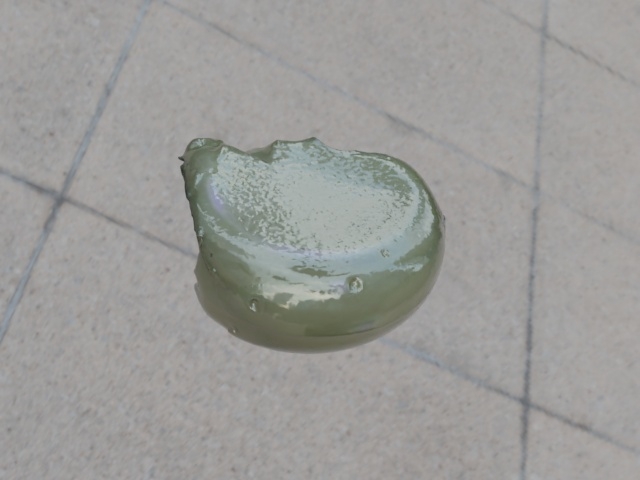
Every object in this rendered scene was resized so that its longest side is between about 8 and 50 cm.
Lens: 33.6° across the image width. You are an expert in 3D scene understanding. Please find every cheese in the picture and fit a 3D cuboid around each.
[{"bbox_3d":[0.000,0.000,0.763,0.203,0.091,0.175,-2,49,-20],"label":"cheese"}]
